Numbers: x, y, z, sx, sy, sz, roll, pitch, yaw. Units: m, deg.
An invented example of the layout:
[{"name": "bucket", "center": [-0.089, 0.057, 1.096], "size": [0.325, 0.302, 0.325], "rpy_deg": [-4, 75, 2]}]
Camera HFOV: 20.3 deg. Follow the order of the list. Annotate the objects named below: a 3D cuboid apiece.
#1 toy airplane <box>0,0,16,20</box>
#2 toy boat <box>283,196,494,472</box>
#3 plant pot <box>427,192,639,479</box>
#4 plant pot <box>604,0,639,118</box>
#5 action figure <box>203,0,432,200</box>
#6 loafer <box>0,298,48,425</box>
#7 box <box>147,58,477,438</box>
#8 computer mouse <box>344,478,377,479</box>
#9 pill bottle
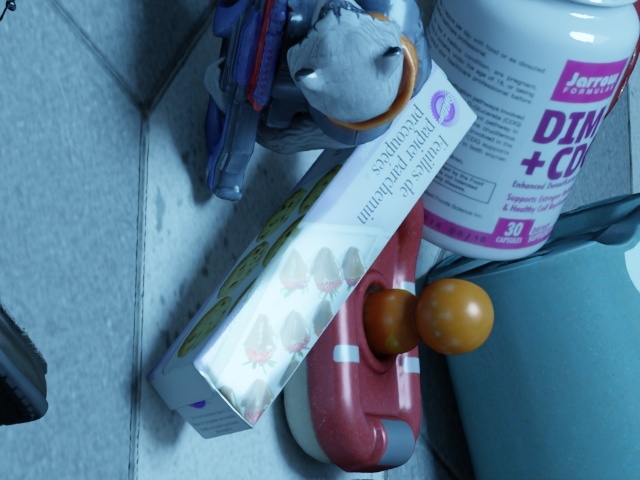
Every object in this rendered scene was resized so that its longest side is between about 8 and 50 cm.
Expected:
[{"name": "toy airplane", "center": [-0.207, -0.196, 1.030], "size": [0.151, 0.028, 0.151], "rpy_deg": [31, 55, -59]}, {"name": "toy boat", "center": [0.059, 0.058, 1.360], "size": [0.151, 0.151, 0.231], "rpy_deg": [14, 71, -62]}, {"name": "plant pot", "center": [0.263, 0.147, 1.584], "size": [0.341, 0.341, 0.334], "rpy_deg": [-31, 103, -61]}, {"name": "plant pot", "center": [0.186, -0.158, 1.625], "size": [0.191, 0.191, 0.174], "rpy_deg": [62, 36, -36]}, {"name": "action figure", "center": [0.026, -0.201, 1.243], "size": [0.330, 0.178, 0.341], "rpy_deg": [-85, -173, -57]}, {"name": "loafer", "center": [-0.204, 0.017, 0.925], "size": [0.220, 0.080, 0.078], "rpy_deg": [57, 37, -41]}, {"name": "box", "center": [0.000, 0.000, 1.247], "size": [0.063, 0.067, 0.324], "rpy_deg": [49, 55, -17]}, {"name": "computer mouse", "center": [0.029, 0.257, 1.298], "size": [0.262, 0.060, 0.184], "rpy_deg": [7, 58, -62]}, {"name": "pill bottle", "center": [0.157, -0.139, 1.430], "size": [0.160, 0.160, 0.283], "rpy_deg": [-48, 162, -56]}]
